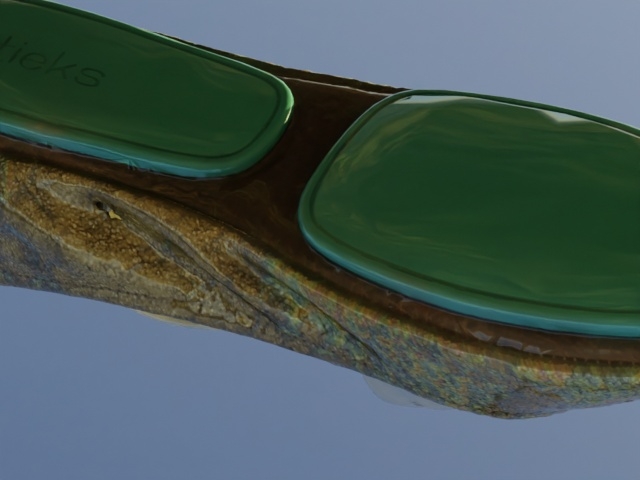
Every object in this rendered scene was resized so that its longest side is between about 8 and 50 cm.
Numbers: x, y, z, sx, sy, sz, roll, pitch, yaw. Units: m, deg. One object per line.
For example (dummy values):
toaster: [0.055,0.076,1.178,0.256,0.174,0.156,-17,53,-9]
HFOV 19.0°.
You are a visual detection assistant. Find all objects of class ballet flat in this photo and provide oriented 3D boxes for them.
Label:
ballet flat: [0.000,0.000,0.668,0.348,0.123,0.123,16,-139,24]
